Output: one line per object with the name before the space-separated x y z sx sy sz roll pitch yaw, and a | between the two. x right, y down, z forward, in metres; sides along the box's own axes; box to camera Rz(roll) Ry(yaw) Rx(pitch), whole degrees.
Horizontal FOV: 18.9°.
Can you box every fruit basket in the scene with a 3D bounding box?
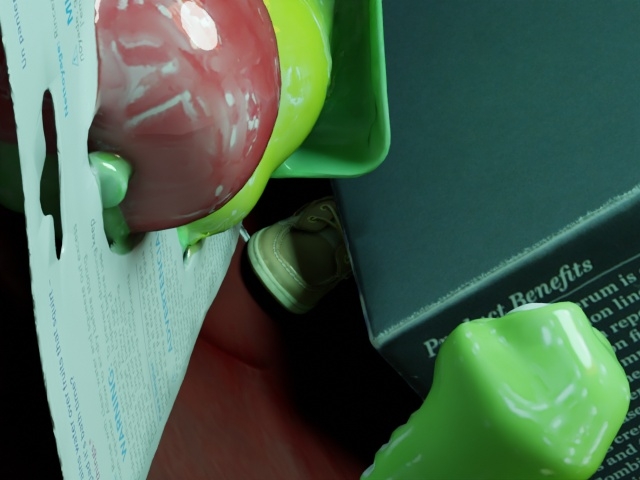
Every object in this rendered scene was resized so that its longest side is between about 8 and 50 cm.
fruit basket | -0.075 -0.099 0.741 0.353 0.165 0.327 -64 154 -56

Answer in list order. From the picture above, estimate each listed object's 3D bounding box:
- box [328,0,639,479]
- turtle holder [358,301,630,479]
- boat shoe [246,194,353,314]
box | 0.185 0.021 1.056 0.395 0.212 0.293 49 17 -37
turtle holder | 0.151 0.187 0.742 0.243 0.227 0.320 17 40 -58
boat shoe | 0.000 0.000 0.998 0.050 0.045 0.135 50 19 -3
